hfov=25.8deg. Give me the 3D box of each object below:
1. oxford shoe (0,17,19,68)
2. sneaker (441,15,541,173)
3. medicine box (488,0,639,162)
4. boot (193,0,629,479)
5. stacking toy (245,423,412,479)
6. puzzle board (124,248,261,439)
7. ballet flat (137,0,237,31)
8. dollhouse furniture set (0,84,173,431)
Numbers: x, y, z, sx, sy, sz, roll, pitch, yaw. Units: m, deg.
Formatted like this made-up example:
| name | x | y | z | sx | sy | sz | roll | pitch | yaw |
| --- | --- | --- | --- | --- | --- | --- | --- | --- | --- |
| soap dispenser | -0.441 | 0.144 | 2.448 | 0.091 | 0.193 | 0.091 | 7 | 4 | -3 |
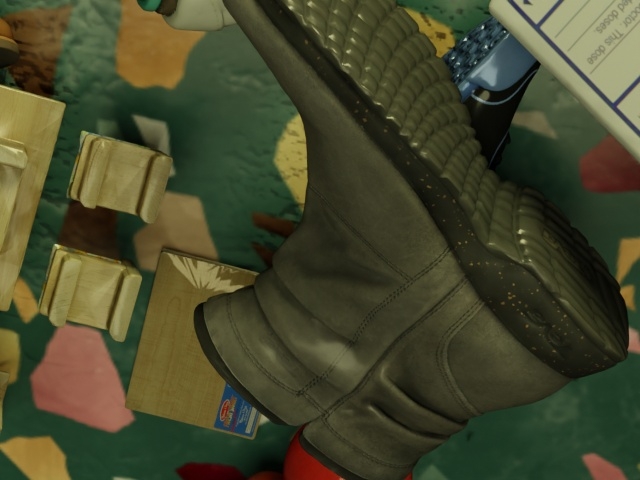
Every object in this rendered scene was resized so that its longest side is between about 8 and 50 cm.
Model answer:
| name | x | y | z | sx | sy | sz | roll | pitch | yaw |
| --- | --- | --- | --- | --- | --- | --- | --- | --- | --- |
| oxford shoe | -0.290 | -0.152 | 0.868 | 0.212 | 0.076 | 0.076 | 10 | 75 | -11 |
| sneaker | 0.078 | -0.040 | 0.885 | 0.090 | 0.081 | 0.232 | 34 | 118 | -13 |
| medicine box | 0.289 | -0.119 | 0.727 | 0.289 | 0.149 | 0.263 | 49 | 113 | 16 |
| boot | 0.000 | 0.000 | 0.814 | 0.223 | 0.118 | 0.338 | -32 | 103 | 29 |
| stacking toy | -0.066 | 0.241 | 0.994 | 0.141 | 0.141 | 0.330 | 41 | 102 | -13 |
| puzzle board | -0.077 | 0.073 | 0.976 | 0.096 | 0.011 | 0.128 | 14 | 114 | -4 |
| ballet flat | -0.028 | -0.308 | 0.763 | 0.139 | 0.139 | 0.400 | 8 | 117 | 1 |
| dollhouse furniture set | -0.234 | 0.017 | 0.905 | 0.212 | 0.161 | 0.242 | 15 | 94 | -14 |
